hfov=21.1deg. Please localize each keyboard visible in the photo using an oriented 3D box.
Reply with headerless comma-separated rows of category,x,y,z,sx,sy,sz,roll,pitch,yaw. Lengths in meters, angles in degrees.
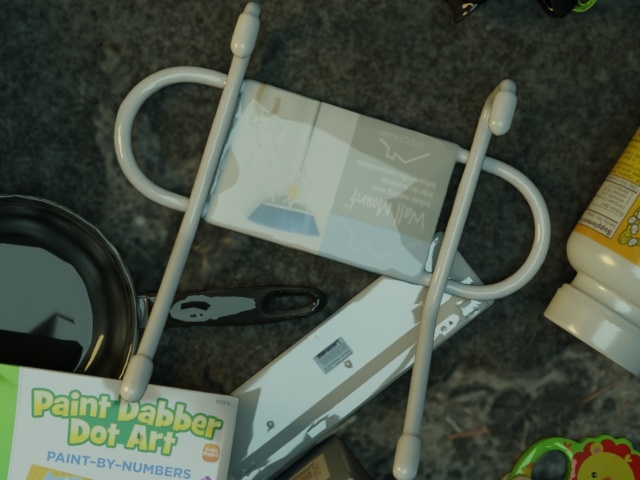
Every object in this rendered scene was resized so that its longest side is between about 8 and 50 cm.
keyboard,0.016,0.098,1.354,0.256,0.014,0.072,-38,89,0

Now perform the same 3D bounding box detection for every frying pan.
frying pan,-0.180,0.034,1.317,0.326,0.053,0.197,-27,101,-10

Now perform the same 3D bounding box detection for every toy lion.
toy lion,0.207,0.191,1.361,0.100,0.034,0.096,38,84,-4

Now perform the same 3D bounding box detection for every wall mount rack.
wall mount rack,0.000,0.000,1.275,0.350,0.130,0.304,17,85,-3

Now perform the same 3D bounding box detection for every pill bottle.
pill bottle,0.261,-0.007,1.305,0.117,0.117,0.208,33,91,-5

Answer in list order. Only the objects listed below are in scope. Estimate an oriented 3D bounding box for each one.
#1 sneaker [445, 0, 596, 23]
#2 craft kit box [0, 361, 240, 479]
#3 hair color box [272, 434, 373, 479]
sneaker,0.099,-0.215,1.300,0.234,0.084,0.097,8,94,-3
craft kit box,-0.200,0.218,1.268,0.249,0.061,0.247,9,83,-13
hair color box,0.088,0.336,1.284,0.113,0.185,0.374,-38,95,0
